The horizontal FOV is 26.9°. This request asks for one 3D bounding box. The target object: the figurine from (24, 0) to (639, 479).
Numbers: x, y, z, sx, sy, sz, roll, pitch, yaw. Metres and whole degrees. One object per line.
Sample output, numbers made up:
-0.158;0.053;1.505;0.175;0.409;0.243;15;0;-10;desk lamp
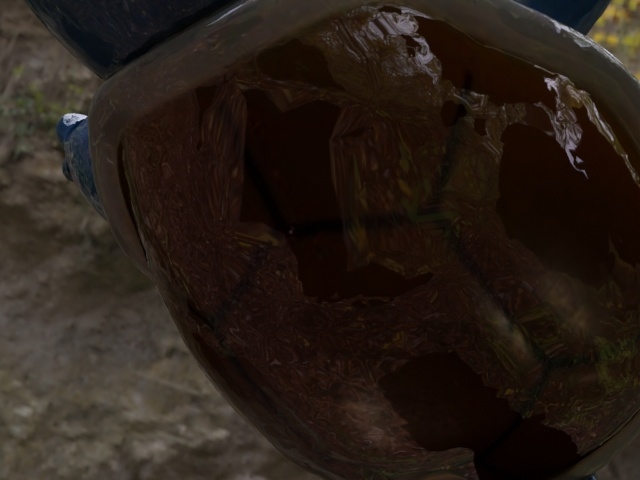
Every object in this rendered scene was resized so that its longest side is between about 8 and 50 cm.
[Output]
0.023;-0.001;0.514;0.298;0.243;0.416;-23;-90;32;figurine
